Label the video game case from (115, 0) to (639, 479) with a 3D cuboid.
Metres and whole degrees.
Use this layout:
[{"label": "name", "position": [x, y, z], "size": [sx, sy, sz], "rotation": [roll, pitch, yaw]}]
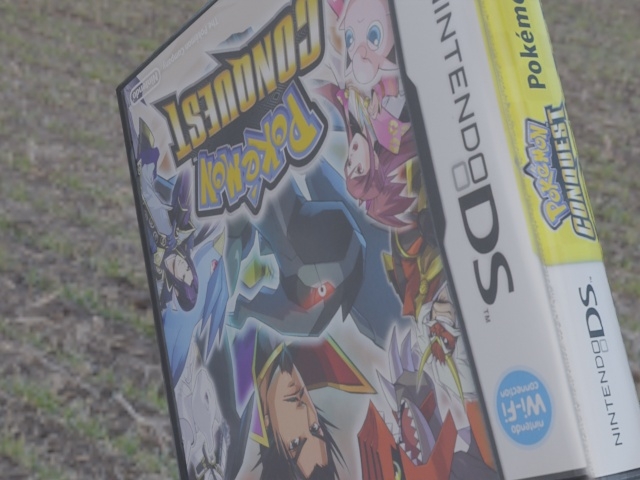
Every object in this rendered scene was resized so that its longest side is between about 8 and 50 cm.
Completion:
[{"label": "video game case", "position": [0.000, 0.000, 0.500], "size": [0.035, 0.248, 0.275], "rotation": [-3, -14, -36]}]
